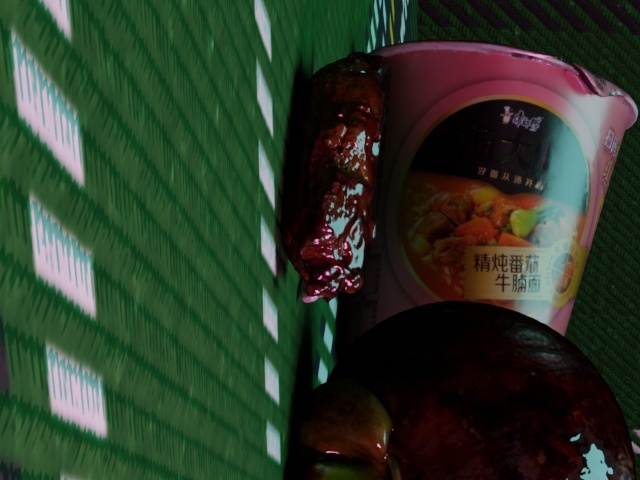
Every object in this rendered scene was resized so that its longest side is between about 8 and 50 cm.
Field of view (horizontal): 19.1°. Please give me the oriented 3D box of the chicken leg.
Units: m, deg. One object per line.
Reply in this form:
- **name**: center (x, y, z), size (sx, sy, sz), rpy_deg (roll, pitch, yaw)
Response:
- **chicken leg**: center (0.010, -0.049, 1.032), size (0.089, 0.048, 0.219), rpy_deg (92, 3, -46)

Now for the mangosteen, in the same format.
- **mangosteen**: center (0.075, 0.136, 1.145), size (0.216, 0.216, 0.216), rpy_deg (3, 90, -85)

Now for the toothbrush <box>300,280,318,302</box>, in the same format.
- **toothbrush**: center (0.000, 0.000, 1.163), size (0.162, 0.014, 0.017), rpy_deg (-74, 147, -67)

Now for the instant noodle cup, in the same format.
- **instant noodle cup**: center (0.120, -0.005, 1.507), size (0.244, 0.244, 0.255), rpy_deg (74, 26, -76)
